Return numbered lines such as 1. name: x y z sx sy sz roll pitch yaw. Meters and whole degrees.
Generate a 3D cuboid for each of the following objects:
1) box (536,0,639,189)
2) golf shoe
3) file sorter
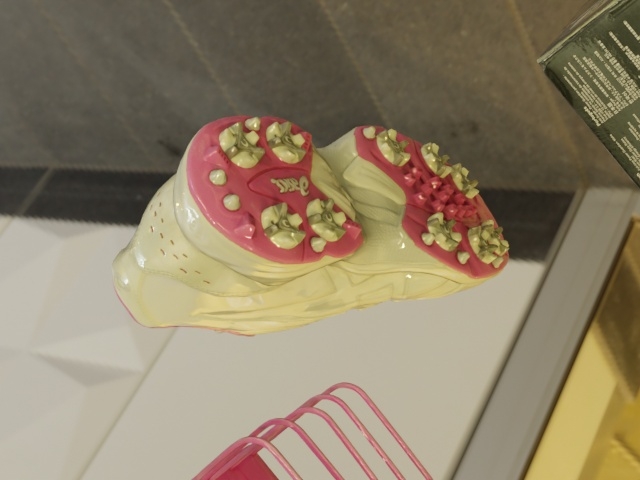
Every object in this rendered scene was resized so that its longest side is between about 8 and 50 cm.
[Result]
1. box: 0.212 -0.066 0.631 0.077 0.147 0.180 -37 96 35
2. golf shoe: 0.000 0.000 0.779 0.306 0.115 0.140 6 143 -48
3. file sorter: -0.018 0.288 1.314 0.182 0.291 0.202 -42 81 17
